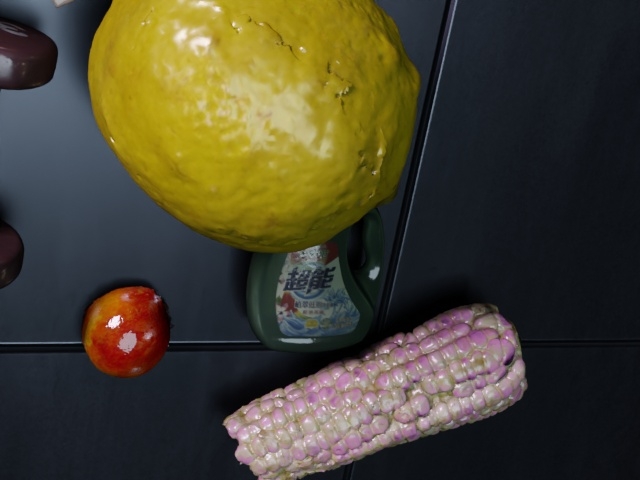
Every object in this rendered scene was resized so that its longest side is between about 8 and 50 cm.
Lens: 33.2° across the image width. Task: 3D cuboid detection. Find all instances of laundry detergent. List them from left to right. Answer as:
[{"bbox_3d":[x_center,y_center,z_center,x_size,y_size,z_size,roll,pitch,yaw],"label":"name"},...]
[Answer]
[{"bbox_3d":[0.000,0.000,1.080,0.144,0.078,0.222,-2,112,-22],"label":"laundry detergent"}]

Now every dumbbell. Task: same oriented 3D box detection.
[{"bbox_3d":[-0.304,-0.076,0.897,0.140,0.124,0.226,6,112,-22],"label":"dumbbell"}]

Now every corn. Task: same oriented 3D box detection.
[{"bbox_3d":[0.065,0.171,1.158,0.335,0.127,0.127,-22,120,-10],"label":"corn"}]

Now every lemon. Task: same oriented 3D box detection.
[{"bbox_3d":[-0.056,-0.122,0.898,0.260,0.260,0.284,-36,125,-2],"label":"lemon"}]

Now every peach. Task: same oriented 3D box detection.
[{"bbox_3d":[-0.187,0.096,1.059,0.098,0.061,0.098,-5,114,-11],"label":"peach"}]

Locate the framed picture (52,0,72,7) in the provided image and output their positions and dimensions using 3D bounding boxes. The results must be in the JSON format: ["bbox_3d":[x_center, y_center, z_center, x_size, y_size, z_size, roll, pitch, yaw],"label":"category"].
[{"bbox_3d":[-0.200,-0.363,0.850,0.213,0.016,0.289,-32,117,-3],"label":"framed picture"}]
